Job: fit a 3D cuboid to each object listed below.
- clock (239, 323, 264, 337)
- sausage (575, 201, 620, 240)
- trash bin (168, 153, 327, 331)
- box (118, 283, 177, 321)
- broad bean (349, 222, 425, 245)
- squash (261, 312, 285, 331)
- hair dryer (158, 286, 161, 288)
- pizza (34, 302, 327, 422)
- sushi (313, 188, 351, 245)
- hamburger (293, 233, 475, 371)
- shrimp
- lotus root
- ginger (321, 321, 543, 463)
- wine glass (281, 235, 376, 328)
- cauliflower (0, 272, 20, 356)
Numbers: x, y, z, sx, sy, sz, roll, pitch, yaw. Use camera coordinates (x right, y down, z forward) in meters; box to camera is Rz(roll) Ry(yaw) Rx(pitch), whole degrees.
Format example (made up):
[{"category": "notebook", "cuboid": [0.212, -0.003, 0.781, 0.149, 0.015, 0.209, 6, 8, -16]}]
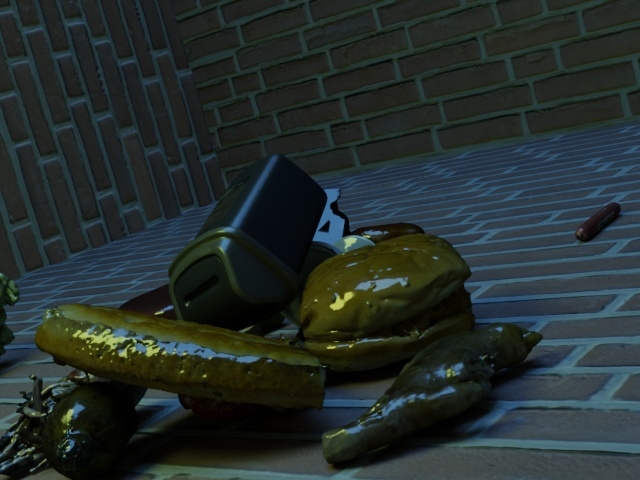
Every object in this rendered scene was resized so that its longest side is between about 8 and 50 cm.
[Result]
[{"category": "clock", "cuboid": [-0.168, 0.187, 1.700, 0.155, 0.063, 0.229, -14, 6, 28]}, {"category": "sausage", "cuboid": [0.540, -0.038, 1.960, 0.029, 0.029, 0.223, -8, 12, 37]}, {"category": "trash bin", "cuboid": [-0.117, 0.015, 1.643, 0.209, 0.182, 0.290, -35, 23, 45]}, {"category": "box", "cuboid": [-0.215, 0.119, 2.025, 0.404, 0.108, 0.263, -22, 11, -34]}, {"category": "broad bean", "cuboid": [0.148, 0.002, 2.203, 0.165, 0.084, 0.114, -14, 17, -20]}, {"category": "squash", "cuboid": [-0.167, 0.161, 1.841, 0.229, 0.066, 0.066, -19, 10, -29]}, {"category": "hair dryer", "cuboid": [-0.258, 0.111, 2.278, 0.131, 0.073, 0.236, -8, 9, 45]}, {"category": "pizza", "cuboid": [-0.143, 0.184, 1.433, 0.440, 0.130, 0.406, 10, -4, 23]}, {"category": "sushi", "cuboid": [0.000, 0.000, 2.257, 0.153, 0.150, 0.172, -2, 52, 17]}, {"category": "hamburger", "cuboid": [0.089, 0.095, 1.522, 0.318, 0.158, 0.318, -17, 9, 3]}, {"category": "shrimp", "cuboid": [-0.383, 0.258, 1.463, 0.343, 0.116, 0.145, -30, -13, -37]}, {"category": "lotus root", "cuboid": [-0.310, 0.254, 1.341, 0.120, 0.120, 0.209, -15, 7, 6]}, {"category": "ginger", "cuboid": [0.148, 0.169, 1.219, 0.166, 0.080, 0.333, -23, -1, 42]}, {"category": "wine glass", "cuboid": [0.027, 0.071, 1.811, 0.165, 0.165, 0.196, -10, 2, 28]}, {"category": "cauliflower", "cuboid": [-0.784, 0.181, 2.129, 0.327, 0.260, 0.281, -41, 13, -18]}]
